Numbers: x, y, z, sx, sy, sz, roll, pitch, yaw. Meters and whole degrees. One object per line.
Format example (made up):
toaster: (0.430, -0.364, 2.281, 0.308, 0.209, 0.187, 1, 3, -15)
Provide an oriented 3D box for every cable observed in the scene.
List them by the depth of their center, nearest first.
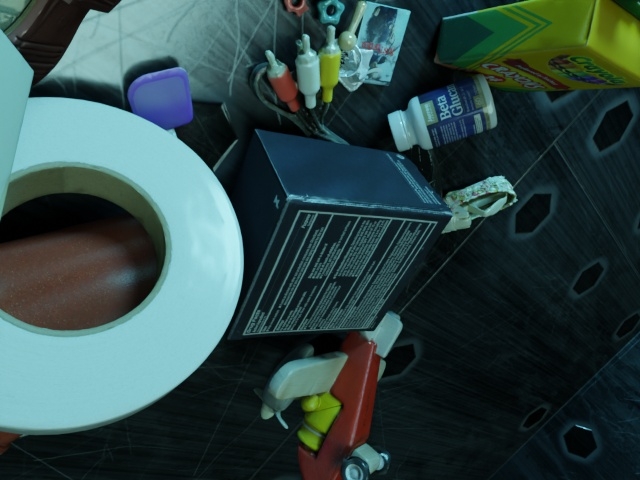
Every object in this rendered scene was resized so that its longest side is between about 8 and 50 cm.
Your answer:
cable: (-0.016, -0.186, 0.792, 0.139, 0.072, 0.287, -20, 134, -1)

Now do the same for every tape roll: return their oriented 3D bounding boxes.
tape roll: (-0.282, 0.017, 0.574, 0.391, 0.393, 0.072, -4, 160, -29)

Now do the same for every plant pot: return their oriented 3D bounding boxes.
plant pot: (-0.346, 0.095, 0.690, 0.264, 0.272, 0.273, -24, 132, -25)

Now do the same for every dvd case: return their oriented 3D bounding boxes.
dvd case: (0.090, -0.312, 0.806, 0.087, 0.013, 0.120, -3, 125, -30)

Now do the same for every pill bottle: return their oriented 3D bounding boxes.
pill bottle: (0.206, -0.212, 0.866, 0.169, 0.094, 0.094, -17, 135, 15)

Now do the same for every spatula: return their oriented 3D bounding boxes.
spatula: (-0.213, -0.111, 0.758, 0.084, 0.030, 0.297, -19, 131, -17)

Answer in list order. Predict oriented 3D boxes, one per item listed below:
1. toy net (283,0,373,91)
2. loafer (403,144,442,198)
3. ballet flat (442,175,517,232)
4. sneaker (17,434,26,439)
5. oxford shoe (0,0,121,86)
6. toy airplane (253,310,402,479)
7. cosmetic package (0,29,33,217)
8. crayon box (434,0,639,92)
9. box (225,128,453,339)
toy net: (0.020, -0.315, 0.728, 0.122, 0.045, 0.232, -23, 130, -8)
loafer: (0.203, -0.139, 0.983, 0.061, 0.062, 0.170, -56, 140, -41)
ballet flat: (0.318, -0.070, 1.081, 0.240, 0.077, 0.091, -27, 133, -11)
sneaker: (-0.509, 0.306, 0.873, 0.178, 0.072, 0.077, -3, 136, -20)
oxford shoe: (-0.343, -0.255, 0.542, 0.348, 0.123, 0.130, -38, 103, 5)
toy airplane: (0.027, 0.295, 1.082, 0.384, 0.272, 0.387, -52, 138, -43)
cosmetic package: (-0.365, -0.037, 0.410, 0.160, 0.113, 0.310, 8, 77, -6)
crayon box: (0.360, -0.294, 0.769, 0.202, 0.318, 0.081, 7, 98, -34)
box: (0.000, 0.000, 0.839, 0.293, 0.183, 0.296, 3, 131, -32)
